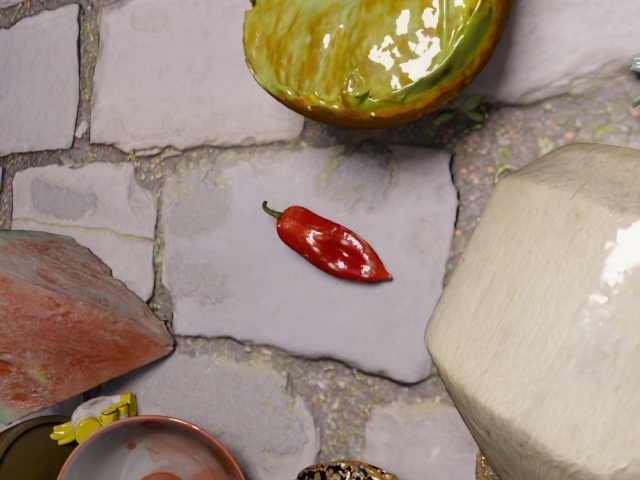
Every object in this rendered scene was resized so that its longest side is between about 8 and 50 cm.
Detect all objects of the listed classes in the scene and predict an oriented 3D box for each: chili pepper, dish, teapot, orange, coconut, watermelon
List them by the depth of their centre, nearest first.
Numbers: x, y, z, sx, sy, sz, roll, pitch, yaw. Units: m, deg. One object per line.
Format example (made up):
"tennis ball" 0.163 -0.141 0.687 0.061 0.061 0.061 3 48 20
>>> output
"coconut" 0.204 0.075 0.373 0.237 0.237 0.265 28 96 29
"orange" 0.057 -0.271 0.497 0.263 0.196 0.334 2 93 17
"chili pepper" -0.001 0.001 0.602 0.191 0.050 0.059 29 86 21
"dish" -0.204 0.345 0.663 0.260 0.085 0.260 0 88 6
"watermelon" -0.394 0.128 0.724 0.293 0.250 0.283 3 95 34
"teapot" -0.445 0.387 0.784 0.175 0.185 0.267 -28 109 30

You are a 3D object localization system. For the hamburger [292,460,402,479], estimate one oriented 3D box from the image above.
"hamburger" 0.028 0.345 0.527 0.231 0.107 0.230 10 105 42

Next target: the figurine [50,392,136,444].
"figurine" -0.306 0.317 0.758 0.130 0.109 0.178 -31 94 20

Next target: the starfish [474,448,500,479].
"starfish" 0.204 0.281 0.476 0.277 0.062 0.235 -31 78 22

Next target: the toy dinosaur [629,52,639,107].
"toy dinosaur" 0.333 -0.088 0.414 0.187 0.044 0.106 29 87 30
